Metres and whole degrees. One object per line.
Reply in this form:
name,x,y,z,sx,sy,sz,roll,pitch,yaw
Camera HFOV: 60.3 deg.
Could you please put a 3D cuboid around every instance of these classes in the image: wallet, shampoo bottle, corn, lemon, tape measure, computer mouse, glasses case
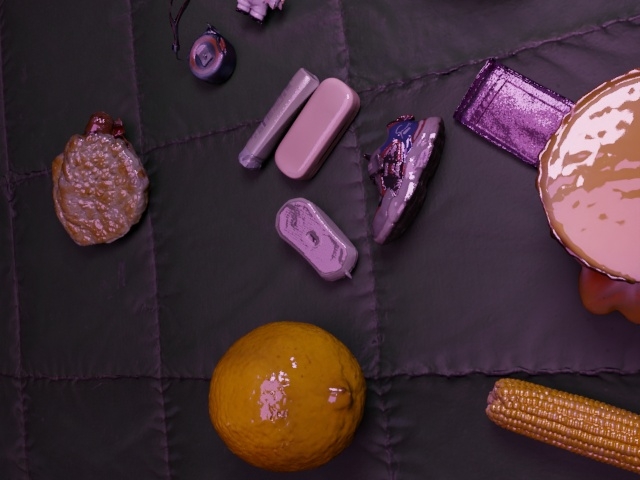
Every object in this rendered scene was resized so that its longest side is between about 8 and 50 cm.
wallet,0.300,-0.197,0.851,0.166,0.030,0.111,38,105,23
shampoo bottle,-0.080,-0.225,1.039,0.212,0.049,0.072,-50,28,21
corn,0.365,0.261,0.784,0.249,0.081,0.081,11,95,29
lemon,-0.056,0.256,0.915,0.268,0.267,0.266,0,89,28
tape measure,-0.241,-0.383,1.069,0.104,0.180,0.107,-40,70,5
computer mouse,0.000,0.000,0.996,0.181,0.056,0.089,46,111,12
glasses case,-0.007,-0.200,1.004,0.083,0.050,0.196,44,109,19

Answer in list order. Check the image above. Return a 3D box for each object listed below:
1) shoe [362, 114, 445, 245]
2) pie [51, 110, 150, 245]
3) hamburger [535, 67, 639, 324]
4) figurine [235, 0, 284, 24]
shoe,0.114,-0.109,0.907,0.126,0.099,0.227,25,96,18
pie,-0.501,-0.122,1.240,0.275,0.105,0.257,-36,82,23
hamburger,0.419,-0.047,0.698,0.261,0.186,0.302,2,81,27
figurine,-0.088,-0.523,1.023,0.138,0.112,0.228,27,110,-2
